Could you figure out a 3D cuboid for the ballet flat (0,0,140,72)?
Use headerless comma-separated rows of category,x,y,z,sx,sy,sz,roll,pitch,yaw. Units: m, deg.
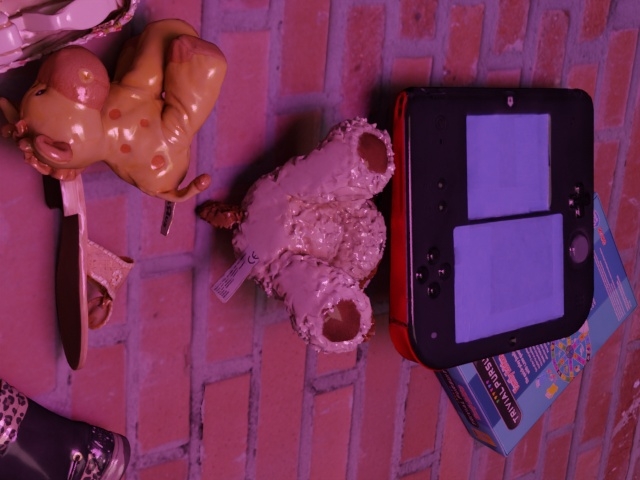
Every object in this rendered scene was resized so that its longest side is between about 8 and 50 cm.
ballet flat,-0.275,-0.204,0.981,0.241,0.077,0.091,-30,123,-26

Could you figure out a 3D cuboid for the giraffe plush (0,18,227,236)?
giraffe plush,-0.208,-0.119,1.000,0.170,0.181,0.210,9,80,-35

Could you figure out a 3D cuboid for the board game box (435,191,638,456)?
board game box,0.317,0.117,1.582,0.336,0.079,0.254,-44,128,-17

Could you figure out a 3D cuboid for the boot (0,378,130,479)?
boot,-0.336,0.272,1.121,0.178,0.085,0.236,40,85,-34

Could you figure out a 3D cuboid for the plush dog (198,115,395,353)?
plush dog,0.000,0.000,1.235,0.225,0.210,0.262,21,76,-60

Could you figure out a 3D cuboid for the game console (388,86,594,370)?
game console,0.234,-0.024,1.358,0.386,0.060,0.342,-7,103,-43

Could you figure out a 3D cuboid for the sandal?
sandal,-0.231,0.017,1.096,0.079,0.088,0.240,-12,109,-29
